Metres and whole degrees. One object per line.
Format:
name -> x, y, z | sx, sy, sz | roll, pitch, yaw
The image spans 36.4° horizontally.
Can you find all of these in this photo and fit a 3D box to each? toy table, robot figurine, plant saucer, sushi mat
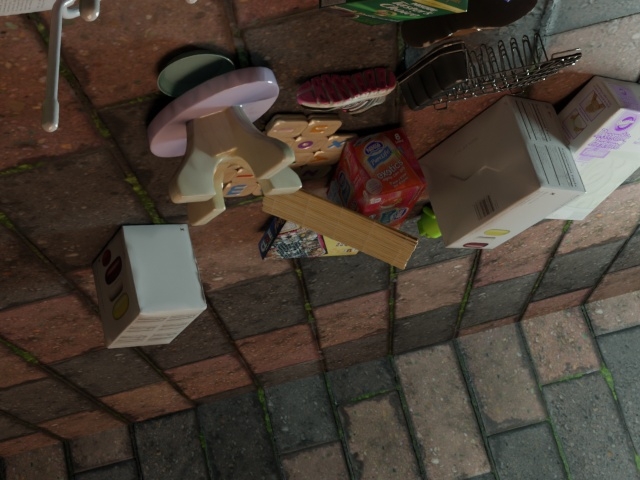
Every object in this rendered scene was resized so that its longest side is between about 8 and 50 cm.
toy table -> -0.152, -0.142, 1.546 | 0.252, 0.161, 0.274 | -11, 166, -34
robot figurine -> 0.282, -0.049, 2.279 | 0.115, 0.067, 0.101 | -30, 147, 36
plant saucer -> -0.188, -0.254, 1.462 | 0.119, 0.021, 0.119 | -14, 160, -5
sushi mat -> 0.031, -0.033, 1.879 | 0.316, 0.019, 0.151 | 23, 159, 5

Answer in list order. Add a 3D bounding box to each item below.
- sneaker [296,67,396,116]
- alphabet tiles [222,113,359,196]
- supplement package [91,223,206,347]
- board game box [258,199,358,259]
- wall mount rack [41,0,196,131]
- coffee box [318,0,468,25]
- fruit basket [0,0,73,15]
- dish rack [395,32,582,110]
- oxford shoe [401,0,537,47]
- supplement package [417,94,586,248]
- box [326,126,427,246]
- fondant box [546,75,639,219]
sneaker -> 0.040, -0.236, 1.612 | 0.170, 0.063, 0.075 | -14, 155, -17
alphabet tiles -> -0.079, -0.155, 1.803 | 0.277, 0.021, 0.284 | -6, 158, -31
supplement package -> -0.360, 0.095, 2.014 | 0.149, 0.194, 0.203 | -2, 156, -34
board game box -> 0.002, -0.025, 2.138 | 0.243, 0.042, 0.165 | -3, 146, -30
wall mount rack -> -0.210, -0.289, 1.024 | 0.304, 0.130, 0.350 | -49, -178, -34
coffee box -> 0.097, -0.330, 1.323 | 0.113, 0.041, 0.184 | 5, 180, -43
fruit basket -> -0.392, -0.328, 0.992 | 0.353, 0.165, 0.327 | -22, 167, -32
dish rack -> 0.281, -0.281, 1.599 | 0.271, 0.074, 0.208 | -14, 178, -18
oxford shoe -> 0.221, -0.346, 1.471 | 0.212, 0.076, 0.076 | -16, -173, 4
supplement package -> 0.352, -0.127, 1.922 | 0.145, 0.204, 0.262 | 1, 154, -39
box -> 0.104, -0.101, 1.903 | 0.122, 0.128, 0.257 | -16, 163, -15
fondant box -> 0.549, -0.179, 1.994 | 0.238, 0.096, 0.330 | 1, 141, -38
